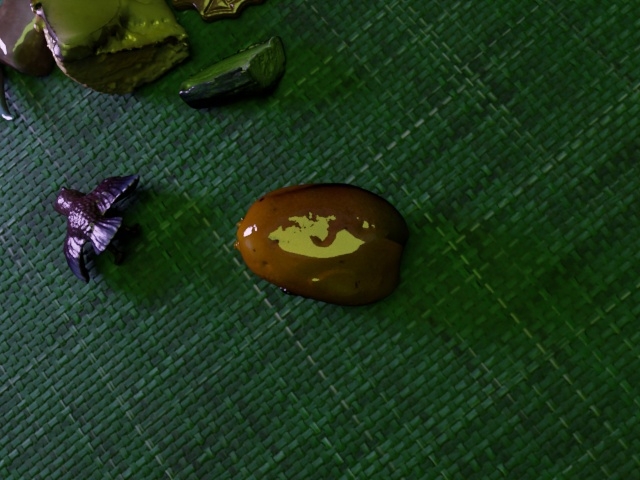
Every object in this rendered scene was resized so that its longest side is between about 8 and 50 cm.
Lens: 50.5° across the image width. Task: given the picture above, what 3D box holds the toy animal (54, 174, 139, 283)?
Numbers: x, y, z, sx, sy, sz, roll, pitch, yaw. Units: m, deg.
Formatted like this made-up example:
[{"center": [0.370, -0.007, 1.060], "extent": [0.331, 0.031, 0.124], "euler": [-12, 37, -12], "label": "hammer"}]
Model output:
[{"center": [-0.412, -0.042, 1.205], "extent": [0.179, 0.116, 0.218], "euler": [29, 94, 12], "label": "toy animal"}]

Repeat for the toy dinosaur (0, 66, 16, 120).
[{"center": [-0.700, -0.422, 1.335], "extent": [0.383, 0.129, 0.331], "euler": [19, 64, 0], "label": "toy dinosaur"}]

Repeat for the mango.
[{"center": [0.000, 0.000, 1.111], "extent": [0.287, 0.152, 0.201], "euler": [4, 71, 8], "label": "mango"}]

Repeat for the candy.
[{"center": [-0.540, -0.434, 1.295], "extent": [0.104, 0.102, 0.234], "euler": [22, 84, 12], "label": "candy"}]

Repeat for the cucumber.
[{"center": [-0.154, -0.290, 1.219], "extent": [0.193, 0.086, 0.115], "euler": [-14, 35, 9], "label": "cucumber"}]

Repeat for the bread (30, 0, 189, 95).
[{"center": [-0.389, -0.382, 1.234], "extent": [0.262, 0.162, 0.204], "euler": [-15, 73, -36], "label": "bread"}]

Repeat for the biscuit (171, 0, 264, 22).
[{"center": [-0.189, -0.501, 1.279], "extent": [0.215, 0.034, 0.182], "euler": [-32, 77, 4], "label": "biscuit"}]
